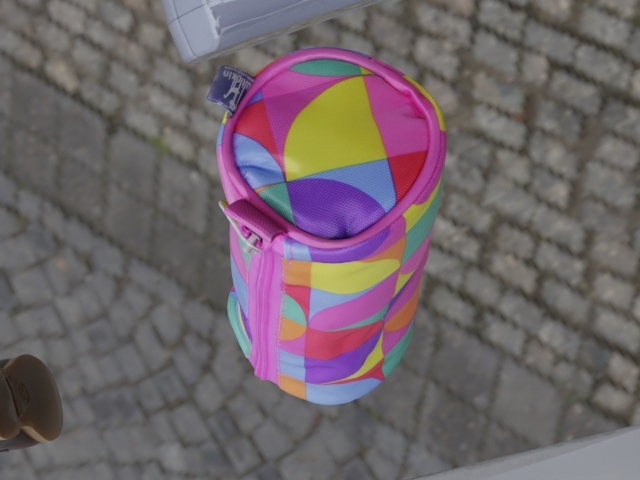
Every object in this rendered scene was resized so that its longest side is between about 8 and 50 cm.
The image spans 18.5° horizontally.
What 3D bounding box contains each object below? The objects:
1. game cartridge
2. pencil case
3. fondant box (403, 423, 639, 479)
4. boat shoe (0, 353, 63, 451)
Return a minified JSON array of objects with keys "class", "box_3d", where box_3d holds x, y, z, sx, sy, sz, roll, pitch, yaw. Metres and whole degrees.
[{"class":"game cartridge","box_3d":[0.002,-0.160,1.186,0.294,0.196,0.060,-95,-11,-85]},{"class":"pencil case","box_3d":[0.000,0.000,0.897,0.104,0.104,0.236,47,167,17]},{"class":"fondant box","box_3d":[-0.078,0.145,0.495,0.330,0.238,0.096,-34,69,53]},{"class":"boat shoe","box_3d":[-0.257,0.129,1.512,0.073,0.207,0.073,-17,82,8]}]
